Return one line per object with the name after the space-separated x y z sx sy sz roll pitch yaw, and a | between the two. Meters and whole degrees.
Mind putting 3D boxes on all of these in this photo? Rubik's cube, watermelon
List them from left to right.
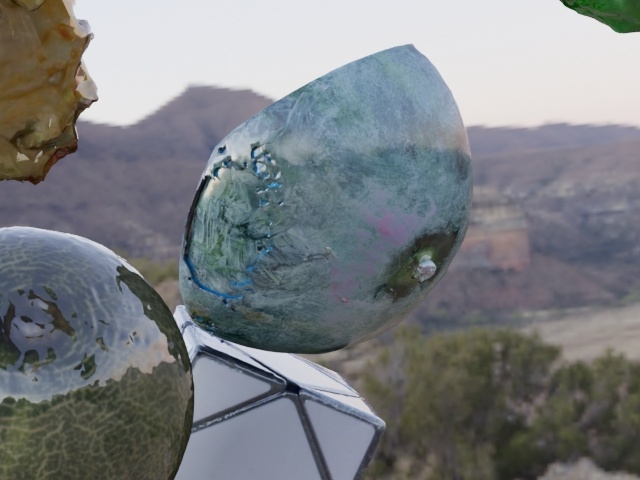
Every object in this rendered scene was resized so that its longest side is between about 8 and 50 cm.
-0.085 0.207 1.230 0.205 0.207 0.205 26 4 -13 | Rubik's cube
0.006 0.003 1.050 0.175 0.322 0.188 32 34 20 | watermelon

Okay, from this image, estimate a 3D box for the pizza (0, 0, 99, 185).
-0.180 -0.119 0.542 0.074 0.288 0.251 23 34 25 | pizza

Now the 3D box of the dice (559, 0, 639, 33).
0.147 -0.173 0.526 0.120 0.128 0.131 -8 -35 -22 | dice

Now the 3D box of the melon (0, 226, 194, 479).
-0.213 0.123 0.878 0.237 0.237 0.302 -7 -28 -20 | melon
